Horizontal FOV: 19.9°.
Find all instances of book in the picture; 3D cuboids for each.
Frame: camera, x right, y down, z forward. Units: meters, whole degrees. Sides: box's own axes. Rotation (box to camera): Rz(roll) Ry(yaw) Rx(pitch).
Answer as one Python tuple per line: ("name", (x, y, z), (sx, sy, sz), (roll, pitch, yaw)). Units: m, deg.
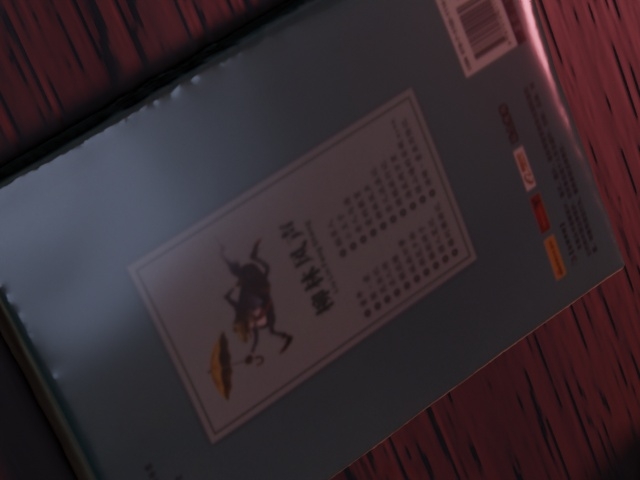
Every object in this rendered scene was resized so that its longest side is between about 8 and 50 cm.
("book", (0.000, 0.000, 1.034), (0.379, 0.031, 0.264), (-32, 114, -24))
